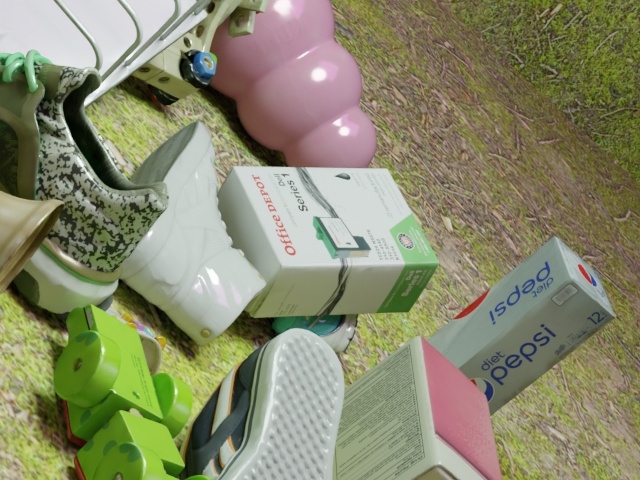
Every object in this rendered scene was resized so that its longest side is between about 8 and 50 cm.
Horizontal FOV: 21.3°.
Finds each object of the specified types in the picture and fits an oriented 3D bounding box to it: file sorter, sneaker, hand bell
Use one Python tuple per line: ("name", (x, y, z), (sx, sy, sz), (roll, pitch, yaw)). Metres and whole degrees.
("file sorter", (-0.238, -0.287, 1.854), (0.193, 0.173, 0.278), (50, 51, -4))
("sneaker", (-0.288, -0.130, 1.621), (0.410, 0.182, 0.158), (50, 20, 1))
("sneaker", (-0.135, -0.001, 1.860), (0.169, 0.108, 0.292), (46, 29, -20))
("hand bell", (-0.359, -0.055, 1.496), (0.242, 0.126, 0.126), (37, 20, -1))
("sneaker", (-0.064, 0.234, 1.567), (0.126, 0.127, 0.321), (38, 41, -20))
("sneaker", (-0.027, 0.026, 2.040), (0.110, 0.107, 0.275), (27, 29, -30))

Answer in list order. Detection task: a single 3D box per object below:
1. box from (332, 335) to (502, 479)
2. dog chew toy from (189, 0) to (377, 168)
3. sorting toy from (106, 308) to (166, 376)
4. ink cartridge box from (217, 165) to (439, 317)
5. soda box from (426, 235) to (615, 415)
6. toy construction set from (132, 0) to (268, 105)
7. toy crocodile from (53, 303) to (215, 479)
("box", (0.102, 0.242, 1.850), (0.127, 0.149, 0.232), (42, 22, -24))
("dog chew toy", (-0.040, -0.215, 2.314), (0.331, 0.207, 0.206), (59, 20, 0))
("sorting toy", (-0.196, 0.087, 1.660), (0.083, 0.045, 0.075), (30, 9, -45))
("ink cartridge box", (0.000, 0.000, 1.952), (0.219, 0.092, 0.160), (-1, 48, -34))
("soda box", (0.219, 0.129, 2.103), (0.091, 0.286, 0.098), (39, 22, -26))
("toy construction set", (-0.211, -0.297, 2.103), (0.328, 0.151, 0.215), (12, 58, -36))
("toy crocodile", (-0.167, 0.184, 1.468), (0.115, 0.105, 0.340), (32, 22, -40))
